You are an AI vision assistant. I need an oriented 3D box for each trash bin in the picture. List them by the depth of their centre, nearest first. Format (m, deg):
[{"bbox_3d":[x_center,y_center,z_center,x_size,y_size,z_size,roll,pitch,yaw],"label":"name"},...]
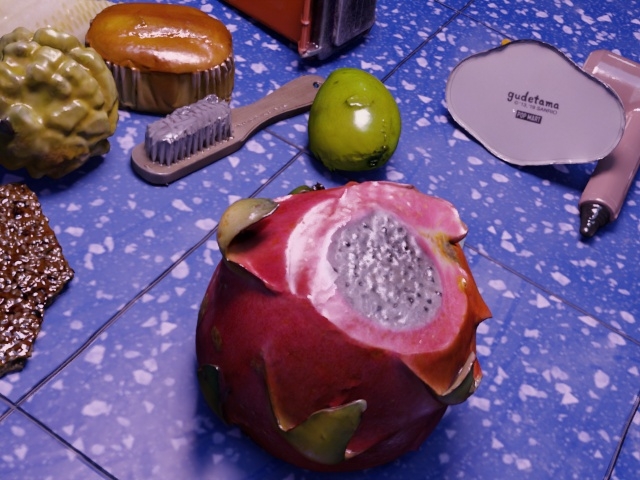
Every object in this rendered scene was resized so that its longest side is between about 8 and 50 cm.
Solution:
[{"bbox_3d":[-0.047,-0.384,1.265,0.239,0.161,0.184,28,45,22],"label":"trash bin"}]

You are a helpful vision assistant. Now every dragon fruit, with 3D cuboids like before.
[{"bbox_3d":[0.025,0.067,0.795,0.290,0.189,0.290,4,59,-7],"label":"dragon fruit"}]

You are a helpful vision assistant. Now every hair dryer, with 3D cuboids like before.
[{"bbox_3d":[0.409,-0.128,1.190,0.189,0.107,0.344,28,52,12],"label":"hair dryer"}]

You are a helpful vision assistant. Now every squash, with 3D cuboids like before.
[{"bbox_3d":[-0.372,-0.313,1.128,0.169,0.093,0.252,58,43,-22],"label":"squash"}]

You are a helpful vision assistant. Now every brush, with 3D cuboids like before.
[{"bbox_3d":[-0.102,-0.165,1.098,0.070,0.065,0.327,41,48,23],"label":"brush"}]

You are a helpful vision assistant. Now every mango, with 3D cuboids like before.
[{"bbox_3d":[0.043,-0.163,1.108,0.119,0.100,0.178,4,46,-12],"label":"mango"}]

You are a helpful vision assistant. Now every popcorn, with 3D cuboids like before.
[{"bbox_3d":[-0.314,-0.151,0.959,0.173,0.173,0.142,-14,45,-27],"label":"popcorn"}]

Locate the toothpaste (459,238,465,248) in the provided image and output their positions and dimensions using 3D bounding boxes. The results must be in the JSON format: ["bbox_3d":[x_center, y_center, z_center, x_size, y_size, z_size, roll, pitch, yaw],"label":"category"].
[{"bbox_3d":[0.134,0.050,0.978,0.056,0.036,0.205,13,42,2],"label":"toothpaste"}]

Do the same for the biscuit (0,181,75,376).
[{"bbox_3d":[-0.325,0.030,0.872,0.131,0.026,0.237,-18,54,-28],"label":"biscuit"}]

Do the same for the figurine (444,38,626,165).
[{"bbox_3d":[0.316,-0.194,1.202,0.250,0.166,0.141,31,26,22],"label":"figurine"}]

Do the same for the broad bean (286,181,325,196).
[{"bbox_3d":[-0.008,-0.002,0.979,0.061,0.046,0.195,-1,46,-13],"label":"broad bean"}]

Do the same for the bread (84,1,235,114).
[{"bbox_3d":[-0.205,-0.238,1.108,0.190,0.114,0.132,-1,50,-9],"label":"bread"}]
